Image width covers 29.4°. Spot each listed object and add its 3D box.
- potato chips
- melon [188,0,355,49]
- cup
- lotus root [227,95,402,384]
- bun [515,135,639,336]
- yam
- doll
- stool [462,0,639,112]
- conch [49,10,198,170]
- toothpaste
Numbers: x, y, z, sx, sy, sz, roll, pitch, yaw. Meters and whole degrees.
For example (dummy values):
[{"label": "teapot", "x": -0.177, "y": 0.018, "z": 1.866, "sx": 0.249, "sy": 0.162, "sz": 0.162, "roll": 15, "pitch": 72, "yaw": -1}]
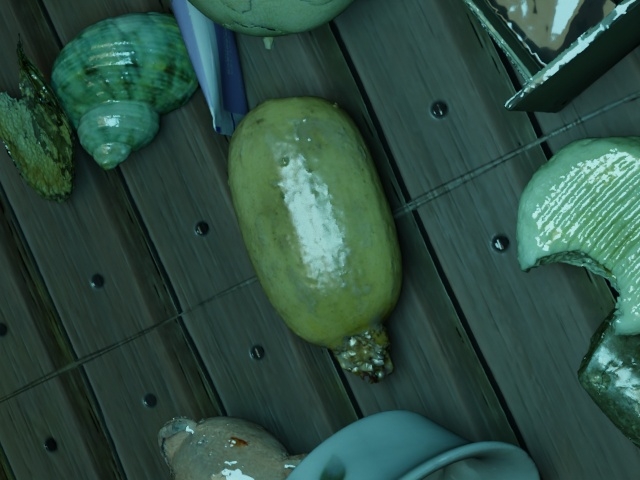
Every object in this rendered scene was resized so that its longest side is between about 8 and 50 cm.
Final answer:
[{"label": "potato chips", "x": -0.356, "y": -0.147, "z": 1.492, "sx": 0.202, "sy": 0.029, "sz": 0.220, "roll": 54, "pitch": 149, "yaw": 12}, {"label": "melon", "x": -0.053, "y": -0.368, "z": 1.286, "sx": 0.268, "sy": 0.268, "sz": 0.330, "roll": -3, "pitch": 91, "yaw": 21}, {"label": "cup", "x": 0.057, "y": 0.318, "z": 1.310, "sx": 0.163, "sy": 0.347, "sz": 0.347, "roll": 37, "pitch": 109, "yaw": 39}, {"label": "lotus root", "x": 0.000, "y": 0.000, "z": 1.365, "sx": 0.169, "sy": 0.151, "sz": 0.342, "roll": -19, "pitch": 86, "yaw": 22}, {"label": "bun", "x": 0.307, "y": -0.007, "z": 1.259, "sx": 0.204, "sy": 0.126, "sz": 0.212, "roll": -27, "pitch": 87, "yaw": 19}, {"label": "yam", "x": 0.348, "y": 0.162, "z": 1.280, "sx": 0.183, "sy": 0.107, "sz": 0.107, "roll": 45, "pitch": 109, "yaw": 14}, {"label": "doll", "x": -0.102, "y": 0.321, "z": 1.470, "sx": 0.201, "sy": 0.156, "sz": 0.303, "roll": 21, "pitch": 132, "yaw": 9}, {"label": "stool", "x": 0.197, "y": -0.268, "z": 1.195, "sx": 0.170, "sy": 0.270, "sz": 0.243, "roll": -41, "pitch": 80, "yaw": 21}, {"label": "conch", "x": -0.234, "y": -0.183, "z": 1.454, "sx": 0.176, "sy": 0.122, "sz": 0.188, "roll": 11, "pitch": 105, "yaw": -5}, {"label": "toothpaste", "x": -0.144, "y": -0.298, "z": 1.413, "sx": 0.080, "sy": 0.125, "sz": 0.371, "roll": -18, "pitch": 86, "yaw": 15}]
